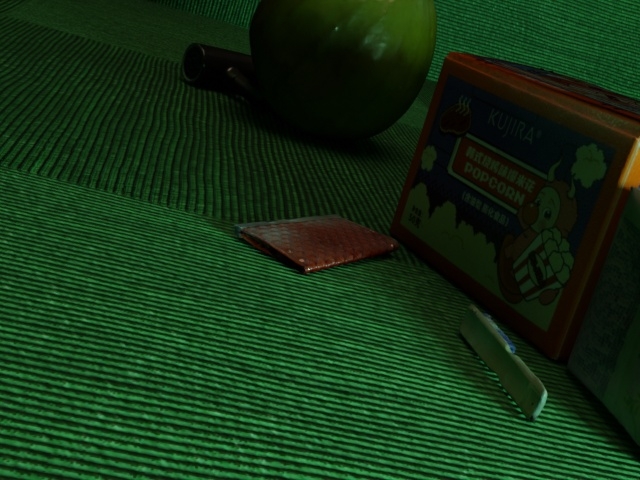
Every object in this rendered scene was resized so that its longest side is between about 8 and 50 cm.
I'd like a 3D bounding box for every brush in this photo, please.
[{"bbox_3d":[0.169,0.111,0.873,0.030,0.033,0.178,26,13,-21],"label":"brush"}]

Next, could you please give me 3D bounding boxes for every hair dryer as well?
[{"bbox_3d":[-0.123,-0.283,1.804,0.195,0.078,0.248,3,31,-41],"label":"hair dryer"}]

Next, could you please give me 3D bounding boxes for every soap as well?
[{"bbox_3d":[0.334,0.079,0.847,0.138,0.199,0.182,9,17,-14],"label":"soap"}]

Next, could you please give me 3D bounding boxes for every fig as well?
[{"bbox_3d":[0.052,-0.344,1.669,0.343,0.343,0.343,15,17,-5],"label":"fig"}]

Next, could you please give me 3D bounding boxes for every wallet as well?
[{"bbox_3d":[0.000,0.000,1.081,0.103,0.020,0.196,26,19,29],"label":"wallet"}]

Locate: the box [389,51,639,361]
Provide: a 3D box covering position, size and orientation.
[{"bbox_3d":[0.324,-0.043,1.126,0.318,0.257,0.349,9,19,-29],"label":"box"}]
